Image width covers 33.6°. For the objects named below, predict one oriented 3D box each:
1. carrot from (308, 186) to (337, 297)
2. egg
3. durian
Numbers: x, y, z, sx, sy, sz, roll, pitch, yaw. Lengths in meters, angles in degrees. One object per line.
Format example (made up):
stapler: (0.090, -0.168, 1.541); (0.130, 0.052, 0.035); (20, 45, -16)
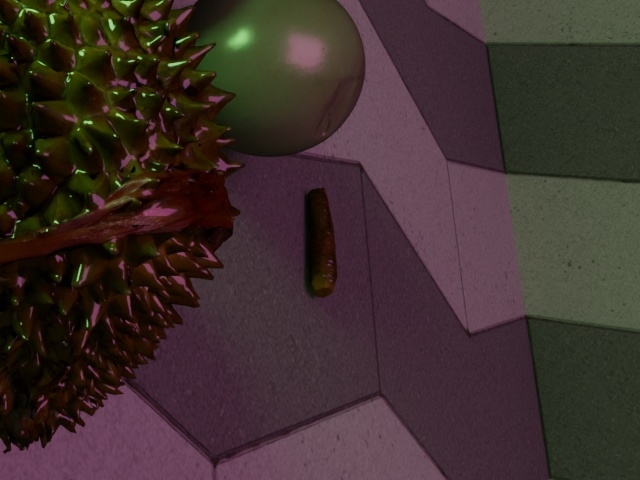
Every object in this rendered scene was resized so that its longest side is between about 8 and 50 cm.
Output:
carrot: (0.000, 0.000, 1.521); (0.042, 0.042, 0.170); (42, 36, -53)
egg: (-0.060, -0.209, 1.271); (0.269, 0.219, 0.219); (-11, 87, -51)
durian: (-0.225, -0.050, 0.678); (0.347, 0.348, 0.384); (-52, 141, -62)
